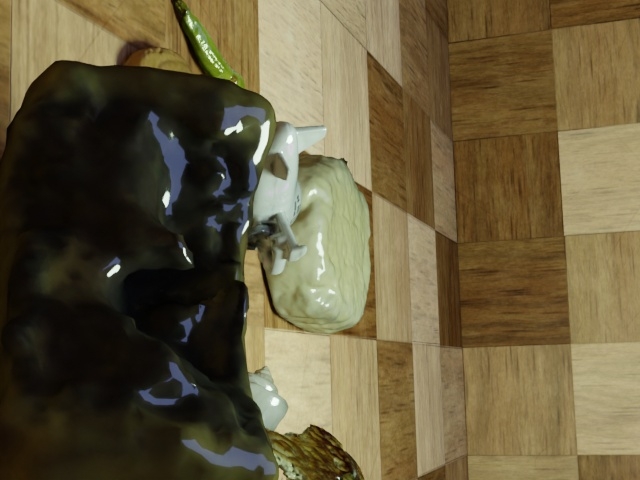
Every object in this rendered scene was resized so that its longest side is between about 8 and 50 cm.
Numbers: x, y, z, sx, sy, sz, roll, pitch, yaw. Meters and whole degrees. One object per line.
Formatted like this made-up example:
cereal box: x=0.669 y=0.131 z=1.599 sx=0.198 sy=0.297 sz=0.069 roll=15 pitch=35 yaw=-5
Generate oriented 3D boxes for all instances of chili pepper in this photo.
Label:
chili pepper: x=-0.154 y=-0.260 z=1.424 sx=0.208 sy=0.043 sz=0.049 roll=57 pitch=47 yaw=-55

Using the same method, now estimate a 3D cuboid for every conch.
conch: x=-0.112 y=0.253 z=1.416 sx=0.176 sy=0.094 sz=0.104 roll=-55 pitch=159 yaw=-22

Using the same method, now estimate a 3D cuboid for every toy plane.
toy plane: x=-0.074 y=-0.077 z=1.410 sx=0.252 sy=0.118 sz=0.252 roll=174 pitch=-90 yaw=-68

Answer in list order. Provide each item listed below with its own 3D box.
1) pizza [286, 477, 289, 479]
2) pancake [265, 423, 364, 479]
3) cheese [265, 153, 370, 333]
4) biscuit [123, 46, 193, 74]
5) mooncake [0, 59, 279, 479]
pizza: x=-0.041 y=0.449 z=1.625 sx=0.100 sy=0.029 sz=0.099 roll=62 pitch=31 yaw=-50
pancake: x=-0.032 y=0.304 z=1.351 sx=0.057 sy=0.244 sz=0.266 roll=-57 pitch=-158 yaw=7
cheese: x=0.000 y=0.000 z=1.719 sx=0.326 sy=0.115 sz=0.318 roll=-65 pitch=146 yaw=-59
biscuit: x=-0.183 y=-0.059 z=1.284 sx=0.269 sy=0.051 sz=0.375 roll=-32 pitch=116 yaw=-68
mooncake: x=-0.163 y=0.058 z=0.834 sx=0.394 sy=0.246 sz=0.393 roll=-135 pitch=-126 yaw=-68
